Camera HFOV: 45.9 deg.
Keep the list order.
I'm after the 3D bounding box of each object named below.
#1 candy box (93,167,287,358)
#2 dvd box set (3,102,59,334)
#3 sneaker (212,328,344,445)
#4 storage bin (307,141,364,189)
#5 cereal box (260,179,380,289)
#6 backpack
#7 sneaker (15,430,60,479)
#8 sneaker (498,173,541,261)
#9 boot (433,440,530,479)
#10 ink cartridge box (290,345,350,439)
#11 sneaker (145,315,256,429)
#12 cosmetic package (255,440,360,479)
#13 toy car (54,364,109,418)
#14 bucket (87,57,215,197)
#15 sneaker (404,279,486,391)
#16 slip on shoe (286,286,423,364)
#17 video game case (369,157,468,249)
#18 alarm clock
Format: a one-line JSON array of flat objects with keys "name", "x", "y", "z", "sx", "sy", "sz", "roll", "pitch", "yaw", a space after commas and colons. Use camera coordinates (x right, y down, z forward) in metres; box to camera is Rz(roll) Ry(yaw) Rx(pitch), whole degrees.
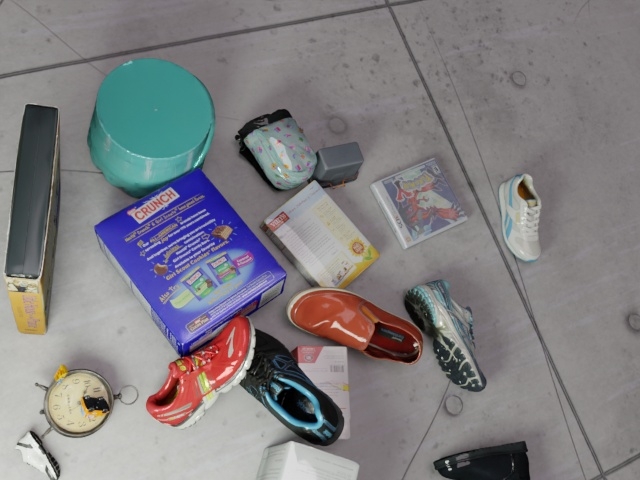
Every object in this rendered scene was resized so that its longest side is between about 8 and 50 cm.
[{"name": "candy box", "x": -0.272, "y": 0.042, "z": 1.588, "sx": 0.268, "sy": 0.122, "sz": 0.317, "roll": -33, "pitch": 75, "yaw": -24}, {"name": "dvd box set", "x": -0.520, "y": -0.018, "z": 1.385, "sx": 0.062, "sy": 0.420, "sz": 0.308, "roll": 5, "pitch": 71, "yaw": -17}, {"name": "sneaker", "x": -0.093, "y": 0.276, "z": 1.539, "sx": 0.341, "sy": 0.140, "sz": 0.125, "roll": 35, "pitch": 81, "yaw": 21}, {"name": "storage bin", "x": 0.038, "y": -0.180, "z": 1.812, "sx": 0.135, "sy": 0.091, "sz": 0.098, "roll": -14, "pitch": 77, "yaw": -22}, {"name": "cereal box", "x": 0.000, "y": 0.000, "z": 1.760, "sx": 0.173, "sy": 0.047, "sz": 0.240, "roll": -39, "pitch": 87, "yaw": -25}, {"name": "backpack", "x": -0.093, "y": -0.208, "z": 1.765, "sx": 0.152, "sy": 0.115, "sz": 0.182, "roll": -27, "pitch": 84, "yaw": -27}, {"name": "sneaker", "x": -0.539, "y": 0.418, "z": 1.443, "sx": 0.043, "sy": 0.040, "sz": 0.109, "roll": -37, "pitch": 83, "yaw": -9}, {"name": "sneaker", "x": 0.519, "y": -0.058, "z": 1.931, "sx": 0.087, "sy": 0.092, "sz": 0.229, "roll": -4, "pitch": 74, "yaw": -22}, {"name": "boot", "x": 0.381, "y": 0.563, "z": 1.666, "sx": 0.246, "sy": 0.094, "sz": 0.207, "roll": -1, "pitch": 68, "yaw": -25}, {"name": "ink cartridge box", "x": 0.000, "y": 0.332, "z": 1.634, "sx": 0.115, "sy": 0.067, "sz": 0.198, "roll": 4, "pitch": 69, "yaw": -16}, {"name": "sneaker", "x": -0.236, "y": 0.256, "z": 1.487, "sx": 0.118, "sy": 0.107, "sz": 0.279, "roll": 35, "pitch": 97, "yaw": -38}, {"name": "cosmetic package", "x": -0.070, "y": 0.595, "z": 1.440, "sx": 0.156, "sy": 0.217, "sz": 0.385, "roll": 20, "pitch": 68, "yaw": -11}, {"name": "toy car", "x": -0.460, "y": 0.294, "z": 1.452, "sx": 0.122, "sy": 0.060, "sz": 0.040, "roll": 47, "pitch": 107, "yaw": 19}, {"name": "bucket", "x": -0.366, "y": -0.247, "z": 1.647, "sx": 0.281, "sy": 0.183, "sz": 0.281, "roll": 6, "pitch": 70, "yaw": -17}, {"name": "sneaker", "x": 0.321, "y": 0.214, "z": 1.763, "sx": 0.122, "sy": 0.110, "sz": 0.283, "roll": -25, "pitch": 81, "yaw": -28}, {"name": "slip on shoe", "x": 0.084, "y": 0.191, "z": 1.675, "sx": 0.331, "sy": 0.101, "sz": 0.123, "roll": 22, "pitch": 102, "yaw": -12}, {"name": "video game case", "x": 0.248, "y": -0.095, "z": 1.890, "sx": 0.201, "sy": 0.023, "sz": 0.183, "roll": -24, "pitch": 81, "yaw": -24}, {"name": "alarm clock", "x": -0.455, "y": 0.318, "z": 1.487, "sx": 0.192, "sy": 0.064, "sz": 0.129, "roll": -7, "pitch": 74, "yaw": -18}]
